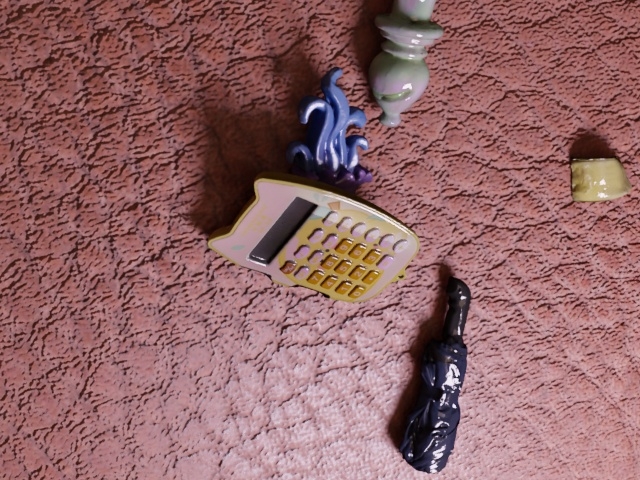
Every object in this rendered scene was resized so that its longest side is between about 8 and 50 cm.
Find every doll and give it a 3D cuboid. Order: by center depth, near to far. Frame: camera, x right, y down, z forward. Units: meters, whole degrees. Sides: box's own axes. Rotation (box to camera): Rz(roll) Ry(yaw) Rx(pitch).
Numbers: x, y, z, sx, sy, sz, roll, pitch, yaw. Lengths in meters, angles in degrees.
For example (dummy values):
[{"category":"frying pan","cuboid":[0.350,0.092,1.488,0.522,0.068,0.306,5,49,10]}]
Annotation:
[{"category":"doll","cuboid":[0.008,-0.096,1.407,0.110,0.067,0.205,-9,114,-22]}]

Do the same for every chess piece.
[{"category":"chess piece","cuboid":[0.103,-0.258,1.389,0.139,0.139,0.271,3,111,-21]}]

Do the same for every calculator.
[{"category":"calculator","cuboid":[0.000,0.000,1.408,0.237,0.033,0.157,23,128,-25]}]

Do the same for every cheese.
[{"category":"cheese","cuboid":[0.362,-0.081,1.557,0.084,0.041,0.060,-10,103,-17]}]

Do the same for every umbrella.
[{"category":"umbrella","cuboid":[0.154,0.169,1.521,0.071,0.071,0.248,11,99,-22]}]
